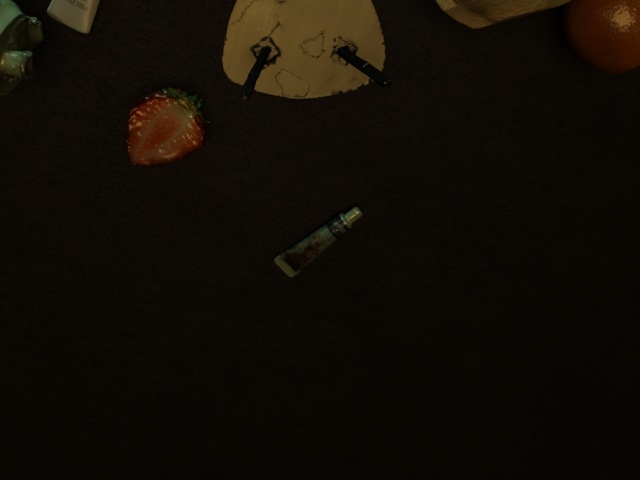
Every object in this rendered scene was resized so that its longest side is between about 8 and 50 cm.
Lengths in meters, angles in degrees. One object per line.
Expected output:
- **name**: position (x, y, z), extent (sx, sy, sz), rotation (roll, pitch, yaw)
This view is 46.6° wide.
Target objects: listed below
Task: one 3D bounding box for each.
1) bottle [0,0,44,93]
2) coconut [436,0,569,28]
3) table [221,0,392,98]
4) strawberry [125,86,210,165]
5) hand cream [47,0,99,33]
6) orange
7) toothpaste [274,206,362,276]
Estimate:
- **bottle**: position (-0.645, -0.360, 1.258), extent (0.352, 0.229, 0.229), rotation (11, 111, -1)
- **coconut**: position (0.307, -0.522, 1.258), extent (0.298, 0.310, 0.297), rotation (1, 89, -40)
- **table**: position (-0.003, -0.355, 1.312), extent (0.318, 0.249, 0.317), rotation (-2, 112, -4)
- **strawberry**: position (-0.297, -0.214, 1.434), extent (0.187, 0.082, 0.146), rotation (-41, 104, 18)
- **hand cream**: position (-0.407, -0.495, 1.326), extent (0.079, 0.048, 0.255), rotation (25, 108, -16)
- **orange**: position (0.546, -0.409, 1.373), extent (0.206, 0.206, 0.206), rotation (-2, 112, -5)
- **toothpaste**: position (0.000, 0.000, 1.571), extent (0.216, 0.037, 0.062), rotation (-36, 112, 14)
